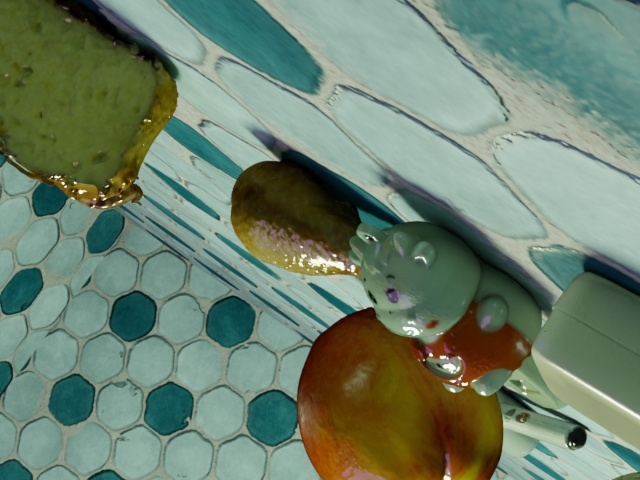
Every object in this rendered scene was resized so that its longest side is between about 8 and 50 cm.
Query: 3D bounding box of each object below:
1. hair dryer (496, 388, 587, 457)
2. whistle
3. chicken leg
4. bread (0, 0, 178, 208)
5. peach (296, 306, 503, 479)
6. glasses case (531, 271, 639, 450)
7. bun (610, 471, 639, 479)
[{"bbox_3d":[0.279,0.241,1.484,0.131,0.073,0.236,37,163,-22],"label":"hair dryer"},{"bbox_3d":[0.116,0.064,0.920,0.253,0.106,0.102,40,-172,-26],"label":"whistle"},{"bbox_3d":[0.022,0.005,1.035,0.251,0.087,0.107,26,162,24],"label":"chicken leg"},{"bbox_3d":[-0.246,-0.137,1.082,0.260,0.160,0.147,29,179,21],"label":"bread"},{"bbox_3d":[0.093,0.206,1.395,0.238,0.281,0.281,-9,-168,-24],"label":"peach"},{"bbox_3d":[0.285,0.136,0.716,0.313,0.070,0.131,32,172,27],"label":"glasses case"},{"bbox_3d":[0.390,0.336,1.187,0.259,0.152,0.259,24,178,1],"label":"bun"}]
